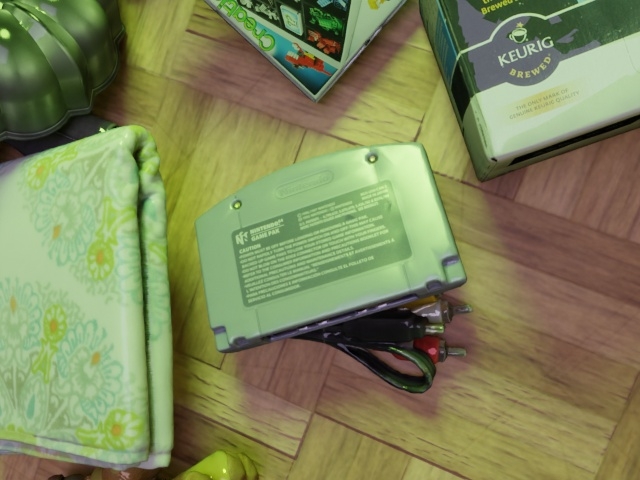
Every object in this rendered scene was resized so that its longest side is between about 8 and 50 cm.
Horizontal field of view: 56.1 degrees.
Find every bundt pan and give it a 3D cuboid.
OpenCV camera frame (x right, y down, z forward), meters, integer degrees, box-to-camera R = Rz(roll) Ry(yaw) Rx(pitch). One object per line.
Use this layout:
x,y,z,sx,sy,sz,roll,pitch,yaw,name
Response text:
-0.391,-0.282,0.682,0.331,0.124,0.331,4,78,-20,bundt pan

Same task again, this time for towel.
-0.309,0.076,0.717,0.320,0.090,0.374,-6,86,30,towel

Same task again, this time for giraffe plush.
-0.205,0.314,0.723,0.170,0.181,0.210,31,79,21,giraffe plush

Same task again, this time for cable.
0.038,0.107,0.738,0.287,0.072,0.139,1,108,23,cable

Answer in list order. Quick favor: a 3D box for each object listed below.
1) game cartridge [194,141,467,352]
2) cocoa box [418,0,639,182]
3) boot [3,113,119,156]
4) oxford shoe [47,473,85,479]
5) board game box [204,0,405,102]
0.000,0.000,0.700,0.294,0.060,0.196,-17,72,12,game cartridge
0.287,-0.226,0.577,0.347,0.231,0.228,-19,87,11,cocoa box
-0.360,-0.182,0.786,0.208,0.076,0.190,24,108,16,boot
-0.231,0.468,0.765,0.146,0.140,0.397,-24,80,-20,oxford shoe
-0.055,-0.328,0.662,0.305,0.053,0.193,39,99,-23,board game box
